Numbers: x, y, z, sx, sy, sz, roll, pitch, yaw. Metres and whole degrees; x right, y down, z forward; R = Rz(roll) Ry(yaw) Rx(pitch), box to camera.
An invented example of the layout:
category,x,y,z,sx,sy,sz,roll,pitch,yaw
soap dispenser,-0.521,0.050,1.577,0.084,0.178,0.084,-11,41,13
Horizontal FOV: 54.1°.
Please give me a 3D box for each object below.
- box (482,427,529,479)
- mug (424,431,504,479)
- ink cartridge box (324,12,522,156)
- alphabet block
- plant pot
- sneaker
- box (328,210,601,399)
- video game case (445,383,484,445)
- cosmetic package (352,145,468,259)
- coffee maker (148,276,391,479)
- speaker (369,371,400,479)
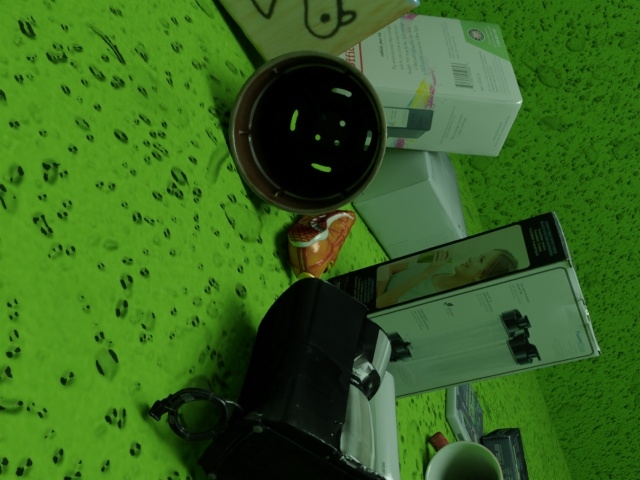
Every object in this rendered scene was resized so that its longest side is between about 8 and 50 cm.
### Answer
category,x,y,z,sx,sy,sz,roll,pitch,yaw
box,0.387,0.506,1.268,0.183,0.059,0.233,24,56,-66
mug,0.237,0.377,0.963,0.169,0.113,0.150,56,27,-43
ink cartridge box,0.112,-0.255,0.989,0.119,0.353,0.207,103,-10,-51
alphabet block,-0.008,-0.349,0.783,0.192,0.197,0.193,49,29,-28
plant pot,-0.001,-0.126,0.720,0.165,0.166,0.167,-51,121,-74
sneaker,0.000,0.000,0.764,0.175,0.064,0.068,-41,131,-62
box,0.169,0.091,0.766,0.169,0.289,0.087,57,26,-33
video game case,0.286,0.340,1.233,0.173,0.022,0.190,64,22,-22
cosmetic package,0.158,-0.098,1.110,0.225,0.138,0.224,49,30,-43
coffee maker,-0.019,0.113,0.508,0.171,0.120,0.178,55,22,-22
speaker,0.062,0.219,0.725,0.055,0.055,0.136,53,27,-41
